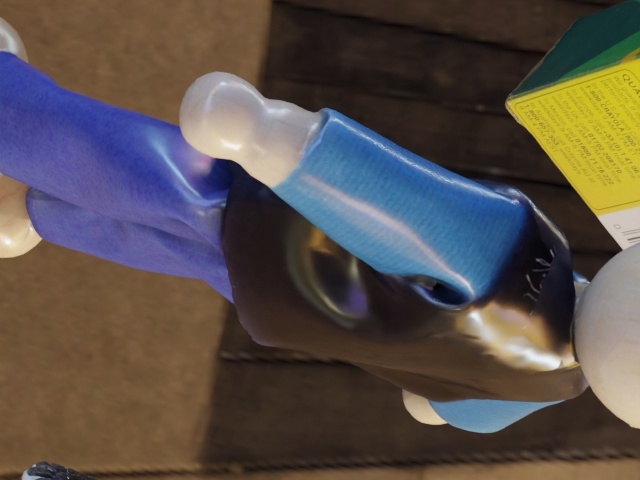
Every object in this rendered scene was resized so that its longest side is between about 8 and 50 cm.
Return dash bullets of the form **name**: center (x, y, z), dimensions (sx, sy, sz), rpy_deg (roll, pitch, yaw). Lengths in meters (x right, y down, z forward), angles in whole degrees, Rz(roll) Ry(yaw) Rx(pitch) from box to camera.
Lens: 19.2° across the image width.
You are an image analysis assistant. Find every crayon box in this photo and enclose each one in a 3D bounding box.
- **crayon box**: center (0.263, -0.049, 0.967), dimensions (0.202, 0.318, 0.081), rpy_deg (50, 64, -15)

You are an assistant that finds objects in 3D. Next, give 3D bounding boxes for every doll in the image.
- **doll**: center (0.000, 0.000, 0.386), dimensions (0.046, 0.189, 0.129), rpy_deg (-62, 150, -18)

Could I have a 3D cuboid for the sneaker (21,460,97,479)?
- **sneaker**: center (-0.125, 0.264, 1.328), dimensions (0.330, 0.130, 0.147), rpy_deg (33, 86, -50)
